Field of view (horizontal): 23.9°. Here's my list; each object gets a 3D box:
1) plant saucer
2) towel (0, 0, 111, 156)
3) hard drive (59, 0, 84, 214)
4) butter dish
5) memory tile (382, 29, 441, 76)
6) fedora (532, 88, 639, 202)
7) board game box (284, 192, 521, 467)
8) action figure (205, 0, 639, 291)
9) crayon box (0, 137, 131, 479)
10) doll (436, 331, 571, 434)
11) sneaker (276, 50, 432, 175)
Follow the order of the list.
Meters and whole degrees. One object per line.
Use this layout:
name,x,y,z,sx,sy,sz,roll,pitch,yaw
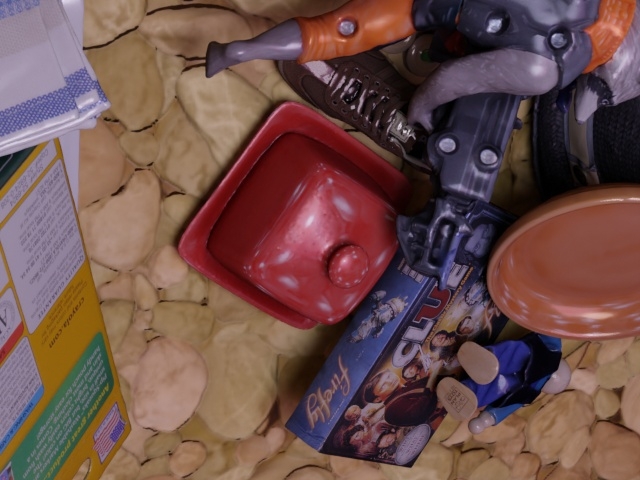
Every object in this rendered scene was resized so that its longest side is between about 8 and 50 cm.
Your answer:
plant saucer,0.235,0.014,1.241,0.200,0.037,0.200,0,143,0
towel,-0.279,-0.170,0.940,0.209,0.034,0.285,-23,88,-16
hard drive,-0.316,-0.074,1.022,0.307,0.040,0.203,-9,128,-23
butter dish,0.000,0.000,1.188,0.160,0.118,0.160,33,97,-35
memory tile,0.118,-0.193,1.219,0.113,0.012,0.148,33,95,-34
fedora,0.342,-0.095,1.293,0.334,0.152,0.334,-11,118,-22
board game box,0.089,0.077,1.281,0.165,0.042,0.243,20,104,-55
action figure,0.089,-0.140,1.089,0.330,0.178,0.341,11,85,-9
crayon box,-0.236,0.093,1.043,0.323,0.083,0.203,84,28,-45
doll,0.168,0.122,1.341,0.189,0.046,0.129,1,122,-57
sneaker,0.052,-0.107,1.191,0.188,0.071,0.066,27,99,-34
